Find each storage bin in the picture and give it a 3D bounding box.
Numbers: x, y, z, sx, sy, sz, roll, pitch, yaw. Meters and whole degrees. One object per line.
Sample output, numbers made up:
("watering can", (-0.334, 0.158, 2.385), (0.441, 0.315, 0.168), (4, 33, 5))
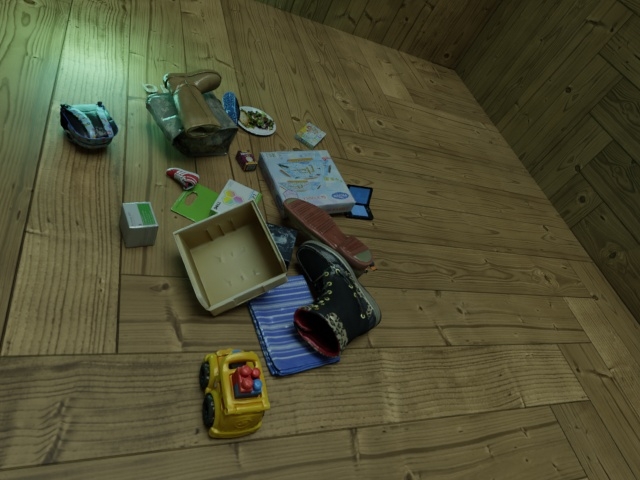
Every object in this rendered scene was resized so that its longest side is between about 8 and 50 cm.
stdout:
("storage bin", (-0.266, 0.052, 1.367), (0.262, 0.123, 0.260), (-24, 62, -9))

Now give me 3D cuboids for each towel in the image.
("towel", (-0.094, 0.254, 1.431), (0.243, 0.040, 0.336), (-3, 53, -34))

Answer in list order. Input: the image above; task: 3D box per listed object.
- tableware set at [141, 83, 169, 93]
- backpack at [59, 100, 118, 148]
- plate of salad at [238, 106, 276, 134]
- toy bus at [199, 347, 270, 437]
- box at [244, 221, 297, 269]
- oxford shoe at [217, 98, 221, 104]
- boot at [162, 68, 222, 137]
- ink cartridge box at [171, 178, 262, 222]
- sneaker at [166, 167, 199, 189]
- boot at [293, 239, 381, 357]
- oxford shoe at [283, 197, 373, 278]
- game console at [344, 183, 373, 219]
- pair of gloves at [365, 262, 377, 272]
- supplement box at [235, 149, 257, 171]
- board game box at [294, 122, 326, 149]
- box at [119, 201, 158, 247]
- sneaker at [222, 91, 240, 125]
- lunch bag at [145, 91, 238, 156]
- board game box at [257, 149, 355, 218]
("tableware set", (-0.663, -0.618, 1.917), (0.169, 0.020, 0.141), (-24, 66, -43))
("backpack", (-0.782, -0.380, 1.545), (0.158, 0.117, 0.173), (-22, 64, -43))
("plate of salad", (-0.294, -0.554, 2.062), (0.200, 0.048, 0.200), (17, 43, -17))
("toy bus", (-0.208, 0.352, 1.141), (0.149, 0.211, 0.220), (3, 48, -27))
("box", (-0.171, 0.028, 1.537), (0.156, 0.093, 0.158), (15, 42, -4))
("oxford shoe", (-0.534, -0.569, 1.927), (0.212, 0.076, 0.076), (-9, 18, -28))
("boot", (-0.429, -0.502, 1.664), (0.236, 0.089, 0.269), (-19, 66, -28))
("ink cartridge box", (-0.361, -0.133, 1.589), (0.255, 0.097, 0.189), (26, 43, -9))
("sneaker", (-0.498, -0.220, 1.615), (0.118, 0.042, 0.067), (11, 42, -4))
("boot", (0.009, 0.181, 1.457), (0.377, 0.138, 0.284), (51, 33, 6))
("oxford shoe", (0.000, 0.000, 1.643), (0.397, 0.146, 0.140), (42, 40, 16))
("game console", (0.170, -0.164, 1.951), (0.144, 0.085, 0.124), (4, 49, -28))
("pair of gloves", (0.178, 0.092, 1.771), (0.083, 0.010, 0.074), (-13, 59, -40))
("supplement box", (-0.302, -0.325, 1.844), (0.055, 0.043, 0.083), (-14, 59, -38))
("board game box", (-0.048, -0.504, 2.181), (0.103, 0.026, 0.154), (34, 42, 0))
("box", (-0.557, -0.049, 1.384), (0.087, 0.102, 0.101), (-8, 57, -34))
("sneaker", (-0.383, -0.522, 1.954), (0.081, 0.090, 0.232), (-2, 70, 9))
("lunch bag", (-0.506, -0.453, 1.747), (0.287, 0.169, 0.235), (-14, 60, -45))
("board game box", (-0.060, -0.242, 1.873), (0.319, 0.066, 0.318), (-7, 55, -27))
